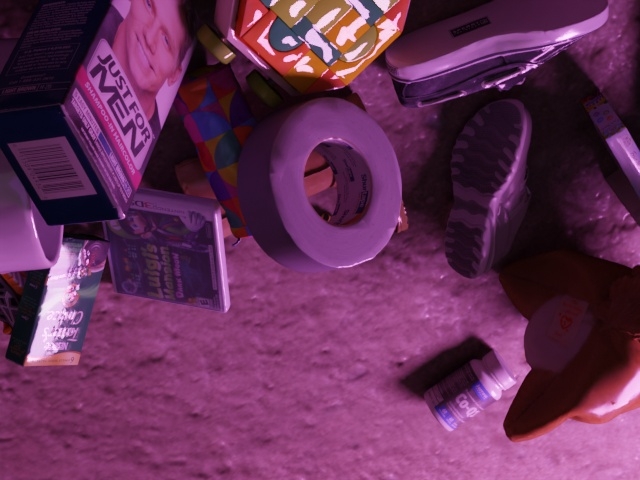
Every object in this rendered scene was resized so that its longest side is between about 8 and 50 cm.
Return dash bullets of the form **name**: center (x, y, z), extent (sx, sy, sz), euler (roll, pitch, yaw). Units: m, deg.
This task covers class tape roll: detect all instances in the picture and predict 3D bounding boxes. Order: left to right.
- **tape roll**: center (0.001, -0.070, 1.853), extent (0.219, 0.219, 0.072), euler (27, 157, -33)

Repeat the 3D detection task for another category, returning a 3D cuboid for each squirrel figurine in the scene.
- **squirrel figurine**: center (0.514, 0.160, 2.204), extent (0.370, 0.281, 0.397), euler (21, 144, -39)

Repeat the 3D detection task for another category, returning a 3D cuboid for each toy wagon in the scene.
- **toy wagon**: center (-0.028, -0.311, 1.764), extent (0.267, 0.068, 0.344), euler (-44, 143, 7)

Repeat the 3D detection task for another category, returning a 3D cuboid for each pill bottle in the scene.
- **pill bottle**: center (0.243, 0.241, 2.342), extent (0.137, 0.078, 0.078), euler (-36, 129, 11)

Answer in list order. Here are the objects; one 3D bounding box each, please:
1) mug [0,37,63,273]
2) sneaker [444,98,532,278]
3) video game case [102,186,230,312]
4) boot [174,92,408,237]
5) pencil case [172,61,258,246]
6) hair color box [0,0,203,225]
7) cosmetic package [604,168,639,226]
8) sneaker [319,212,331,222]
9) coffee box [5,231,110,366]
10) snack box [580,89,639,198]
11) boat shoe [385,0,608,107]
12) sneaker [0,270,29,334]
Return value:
- **mug**: center (-0.492, -0.133, 1.686), extent (0.328, 0.276, 0.374), euler (-5, 119, -1)
- **sneaker**: center (0.253, -0.085, 2.097), extent (0.115, 0.105, 0.281), euler (-22, 137, -41)
- **video game case**: center (-0.214, 0.011, 1.989), extent (0.173, 0.022, 0.190), euler (10, 131, 15)
- **boot**: center (-0.036, -0.064, 2.008), extent (0.270, 0.089, 0.236), euler (-24, 118, 0)
- **pencil case**: center (-0.116, -0.112, 1.876), extent (0.104, 0.104, 0.236), euler (-23, 103, 0)
- **hair color box**: center (-0.249, -0.199, 1.649), extent (0.105, 0.347, 0.174), euler (-5, 135, 20)
- **cosmetic package**: center (0.475, -0.056, 2.159), extent (0.041, 0.115, 0.060), euler (-36, 130, 10)
- **sneaker**: center (0.000, 0.000, 2.101), extent (0.035, 0.031, 0.083), euler (21, 118, -31)
- **coffee box**: center (-0.355, 0.080, 1.967), extent (0.113, 0.040, 0.184), euler (8, 100, -58)
- **snack box**: center (0.432, -0.137, 2.089), extent (0.037, 0.100, 0.141), euler (-33, 130, 9)
- **boat shoe**: center (0.240, -0.251, 1.933), extent (0.301, 0.108, 0.102), euler (-19, 131, 0)
- **sneaker**: center (-0.437, 0.059, 1.972), extent (0.083, 0.084, 0.215), euler (-23, 132, 7)
